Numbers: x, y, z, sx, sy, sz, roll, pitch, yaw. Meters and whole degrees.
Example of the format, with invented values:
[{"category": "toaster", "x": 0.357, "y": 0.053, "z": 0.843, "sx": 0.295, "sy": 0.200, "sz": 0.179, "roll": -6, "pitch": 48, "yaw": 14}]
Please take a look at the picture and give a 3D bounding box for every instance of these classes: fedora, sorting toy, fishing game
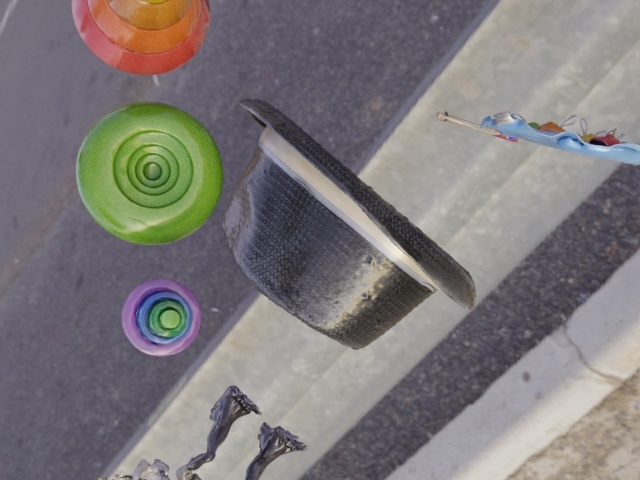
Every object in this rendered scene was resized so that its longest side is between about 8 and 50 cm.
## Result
[{"category": "fedora", "x": 0.000, "y": 0.000, "z": 0.831, "sx": 0.152, "sy": 0.334, "sz": 0.334, "roll": -49, "pitch": 38, "yaw": 3}, {"category": "sorting toy", "x": -0.134, "y": -0.087, "z": 0.638, "sx": 0.126, "sy": 0.127, "sz": 0.365, "roll": 167, "pitch": 100, "yaw": -72}, {"category": "fishing game", "x": 0.245, "y": -0.103, "z": 0.755, "sx": 0.264, "sy": 0.189, "sz": 0.041, "roll": 22, "pitch": 102, "yaw": 51}]

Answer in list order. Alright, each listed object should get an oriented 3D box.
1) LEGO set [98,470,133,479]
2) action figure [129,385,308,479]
[{"category": "LEGO set", "x": -0.366, "y": 0.444, "z": 1.443, "sx": 0.083, "sy": 0.054, "sz": 0.023, "roll": -19, "pitch": 52, "yaw": 15}, {"category": "action figure", "x": -0.147, "y": 0.294, "z": 0.857, "sx": 0.275, "sy": 0.164, "sz": 0.141, "roll": -49, "pitch": 9, "yaw": -22}]
